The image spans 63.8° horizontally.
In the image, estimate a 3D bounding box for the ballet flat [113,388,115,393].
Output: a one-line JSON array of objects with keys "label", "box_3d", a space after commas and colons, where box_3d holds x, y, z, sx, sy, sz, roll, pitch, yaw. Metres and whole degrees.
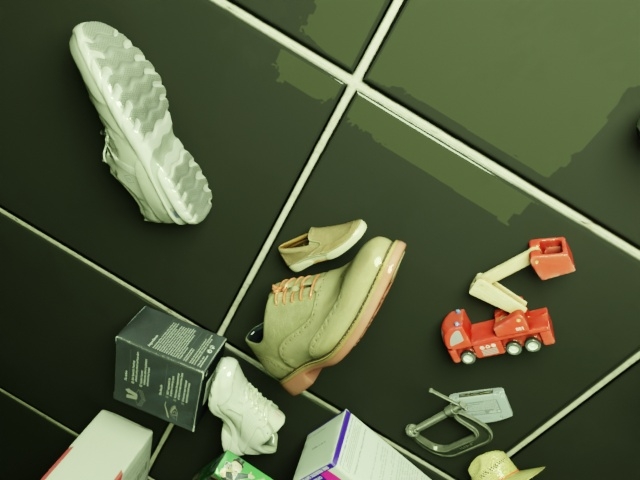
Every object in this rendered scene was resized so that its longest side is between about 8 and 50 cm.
[{"label": "ballet flat", "box_3d": [-0.304, 0.300, 0.968, 0.173, 0.049, 0.057, 14, 123, 10]}]

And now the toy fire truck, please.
[{"label": "toy fire truck", "box_3d": [0.238, 0.082, 0.669, 0.192, 0.047, 0.135, -19, 111, 27]}]

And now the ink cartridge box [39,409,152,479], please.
[{"label": "ink cartridge box", "box_3d": [-0.465, 0.541, 1.052, 0.131, 0.226, 0.306, 22, 122, 6]}]

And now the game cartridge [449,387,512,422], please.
[{"label": "game cartridge", "box_3d": [0.245, 0.253, 0.782, 0.083, 0.017, 0.056, -16, 109, 25]}]

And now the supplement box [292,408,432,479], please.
[{"label": "supplement box", "box_3d": [0.079, 0.413, 0.871, 0.220, 0.114, 0.111, 40, 123, -9]}]

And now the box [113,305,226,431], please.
[{"label": "box", "box_3d": [-0.259, 0.219, 0.882, 0.158, 0.093, 0.156, 20, 123, 5]}]

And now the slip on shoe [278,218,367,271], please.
[{"label": "slip on shoe", "box_3d": [0.000, 0.000, 0.701, 0.135, 0.051, 0.041, -25, 115, 36]}]

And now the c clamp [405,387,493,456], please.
[{"label": "c clamp", "box_3d": [0.191, 0.291, 0.808, 0.137, 0.022, 0.160, 27, 134, -4]}]

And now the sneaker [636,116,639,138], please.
[{"label": "sneaker", "box_3d": [0.442, -0.045, 0.501, 0.283, 0.107, 0.124, 18, 128, 8]}]

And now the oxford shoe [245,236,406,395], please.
[{"label": "oxford shoe", "box_3d": [-0.012, 0.097, 0.697, 0.130, 0.123, 0.348, 37, 131, 1]}]

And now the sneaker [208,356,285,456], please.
[{"label": "sneaker", "box_3d": [-0.120, 0.287, 0.889, 0.115, 0.090, 0.232, 0, 128, 10]}]

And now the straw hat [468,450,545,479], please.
[{"label": "straw hat", "box_3d": [0.271, 0.364, 0.805, 0.144, 0.144, 0.061, -51, 57, 33]}]

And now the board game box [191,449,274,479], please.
[{"label": "board game box", "box_3d": [-0.130, 0.490, 0.957, 0.213, 0.046, 0.317, 34, 143, -3]}]

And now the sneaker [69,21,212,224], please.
[{"label": "sneaker", "box_3d": [-0.255, -0.135, 0.673, 0.115, 0.105, 0.281, -10, 115, 23]}]
